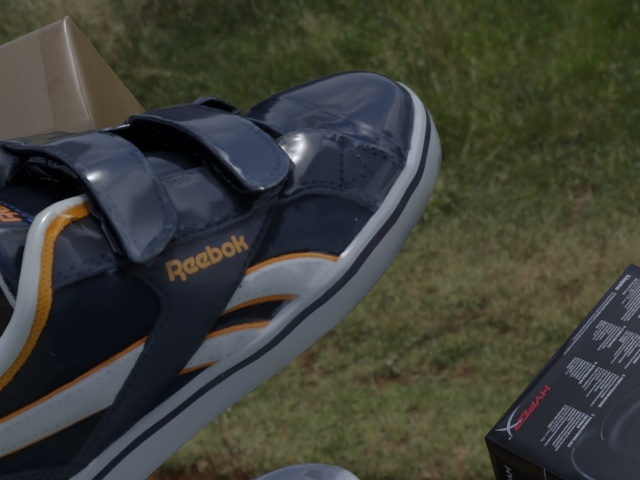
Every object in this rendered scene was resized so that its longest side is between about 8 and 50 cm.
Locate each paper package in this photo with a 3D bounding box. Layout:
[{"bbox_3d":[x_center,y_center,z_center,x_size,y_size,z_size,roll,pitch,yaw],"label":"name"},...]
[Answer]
[{"bbox_3d":[-0.253,-0.019,1.269,0.168,0.309,0.324,-23,63,5],"label":"paper package"}]

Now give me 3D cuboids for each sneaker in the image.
[{"bbox_3d":[-0.075,0.003,0.487,0.126,0.127,0.321,14,50,46],"label":"sneaker"}]

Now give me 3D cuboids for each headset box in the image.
[{"bbox_3d":[0.311,0.168,0.902,0.293,0.110,0.218,23,57,38],"label":"headset box"}]

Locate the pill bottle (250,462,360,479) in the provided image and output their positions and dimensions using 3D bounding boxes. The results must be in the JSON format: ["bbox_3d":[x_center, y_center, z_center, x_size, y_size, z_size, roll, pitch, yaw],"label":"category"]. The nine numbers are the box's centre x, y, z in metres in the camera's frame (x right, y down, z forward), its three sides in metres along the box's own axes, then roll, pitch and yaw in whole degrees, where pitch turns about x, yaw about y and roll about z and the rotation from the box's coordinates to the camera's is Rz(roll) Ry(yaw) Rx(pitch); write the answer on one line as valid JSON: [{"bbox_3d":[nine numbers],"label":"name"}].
[{"bbox_3d":[0.016,0.204,0.523,0.108,0.193,0.108,-26,21,11],"label":"pill bottle"}]
